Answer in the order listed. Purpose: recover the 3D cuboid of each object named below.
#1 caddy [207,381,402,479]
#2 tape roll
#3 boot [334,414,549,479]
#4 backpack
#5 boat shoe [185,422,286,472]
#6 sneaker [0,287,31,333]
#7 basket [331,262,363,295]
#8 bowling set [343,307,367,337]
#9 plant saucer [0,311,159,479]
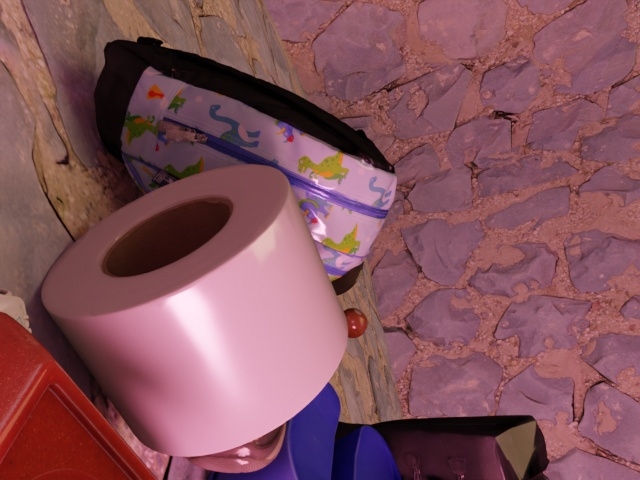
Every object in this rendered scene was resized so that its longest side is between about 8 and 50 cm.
[{"bbox_3d":[-0.026,0.339,0.852,0.241,0.179,0.341,46,15,-9],"label":"caddy"},{"bbox_3d":[-0.113,0.058,0.631,0.246,0.246,0.169,-90,160,-60],"label":"tape roll"},{"bbox_3d":[0.180,0.445,1.022,0.146,0.445,0.366,-35,102,-45],"label":"boot"},{"bbox_3d":[-0.077,-0.095,0.840,0.290,0.356,0.273,-3,104,-80],"label":"backpack"},{"bbox_3d":[-0.107,0.136,0.798,0.355,0.133,0.130,-108,-161,-69],"label":"boat shoe"},{"bbox_3d":[-0.229,0.072,0.467,0.061,0.054,0.152,-64,144,-37],"label":"sneaker"},{"bbox_3d":[0.000,0.000,1.685,0.204,0.154,0.226,-95,161,-45],"label":"basket"},{"bbox_3d":[-0.011,0.151,1.217,0.154,0.200,0.286,-98,171,-50],"label":"bowling set"},{"bbox_3d":[-0.177,0.218,0.407,0.258,0.048,0.259,-75,149,-49],"label":"plant saucer"}]
